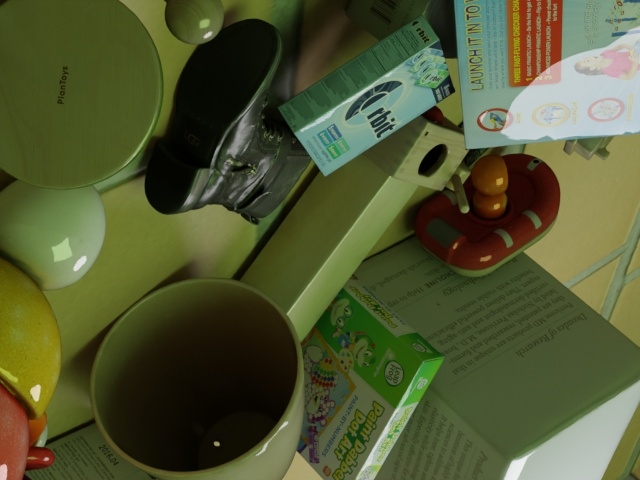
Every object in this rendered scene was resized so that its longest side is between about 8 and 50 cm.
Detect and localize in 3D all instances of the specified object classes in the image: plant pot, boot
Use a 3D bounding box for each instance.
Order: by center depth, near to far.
[{"bbox_3d":[-0.074,-0.128,1.408,0.229,0.091,0.263,-4,132,-57],"label":"boot"},{"bbox_3d":[-0.124,0.222,1.562,0.256,0.256,0.274,-40,151,-13],"label":"plant pot"}]

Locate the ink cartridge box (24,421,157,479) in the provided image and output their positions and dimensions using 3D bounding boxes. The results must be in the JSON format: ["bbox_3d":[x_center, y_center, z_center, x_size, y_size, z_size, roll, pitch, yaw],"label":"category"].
[{"bbox_3d":[-0.306,0.397,1.510,0.396,0.270,0.151,-23,144,-35],"label":"ink cartridge box"}]

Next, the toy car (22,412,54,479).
[{"bbox_3d":[-0.363,0.256,1.382,0.159,0.136,0.182,25,83,-60],"label":"toy car"}]

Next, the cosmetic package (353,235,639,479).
[{"bbox_3d":[0.218,0.233,1.873,0.327,0.394,0.329,-25,144,-34],"label":"cosmetic package"}]

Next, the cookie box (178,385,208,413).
[{"bbox_3d":[-0.189,0.244,1.713,0.092,0.040,0.107,-40,149,-16],"label":"cookie box"}]

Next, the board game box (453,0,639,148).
[{"bbox_3d":[0.299,-0.238,1.356,0.302,0.086,0.308,-4,145,6],"label":"board game box"}]

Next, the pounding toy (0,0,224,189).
[{"bbox_3d":[-0.207,-0.158,1.136,0.237,0.183,0.110,-55,175,4],"label":"pounding toy"}]

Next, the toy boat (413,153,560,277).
[{"bbox_3d":[0.251,-0.063,1.820,0.231,0.151,0.151,-32,142,-27],"label":"toy boat"}]

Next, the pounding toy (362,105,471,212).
[{"bbox_3d":[0.144,-0.122,1.578,0.206,0.181,0.094,10,117,-56],"label":"pounding toy"}]

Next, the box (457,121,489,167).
[{"bbox_3d":[0.218,-0.144,1.810,0.067,0.018,0.083,-43,150,-9],"label":"box"}]

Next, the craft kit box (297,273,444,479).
[{"bbox_3d":[0.021,0.184,1.710,0.061,0.247,0.249,-6,129,-51],"label":"craft kit box"}]

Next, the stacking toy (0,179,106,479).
[{"bbox_3d":[-0.360,0.129,1.173,0.480,0.351,0.350,-54,154,-24],"label":"stacking toy"}]

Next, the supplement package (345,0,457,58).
[{"bbox_3d":[0.138,-0.283,1.460,0.179,0.105,0.105,-10,132,-48],"label":"supplement package"}]

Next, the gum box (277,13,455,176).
[{"bbox_3d":[0.056,-0.158,1.384,0.184,0.041,0.157,-32,161,3],"label":"gum box"}]

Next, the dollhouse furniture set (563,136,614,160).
[{"bbox_3d":[0.385,-0.246,1.701,0.355,0.174,0.303,-50,166,-10],"label":"dollhouse furniture set"}]

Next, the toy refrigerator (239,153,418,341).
[{"bbox_3d":[0.000,0.000,1.628,0.269,0.094,0.102,-53,156,10],"label":"toy refrigerator"}]
